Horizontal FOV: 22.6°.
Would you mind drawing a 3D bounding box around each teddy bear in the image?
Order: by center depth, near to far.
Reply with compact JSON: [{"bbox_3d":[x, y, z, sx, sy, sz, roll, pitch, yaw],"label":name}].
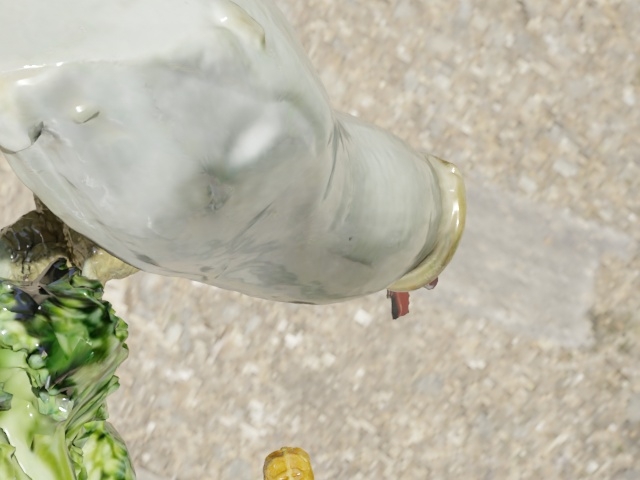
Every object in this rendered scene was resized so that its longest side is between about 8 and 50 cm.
[{"bbox_3d":[-0.266,-0.037,1.896,0.156,0.256,0.267,26,88,-23],"label":"teddy bear"}]

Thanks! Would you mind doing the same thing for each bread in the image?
[{"bbox_3d":[-0.025,0.282,1.607,0.052,0.044,0.157,2,62,-23],"label":"bread"}]

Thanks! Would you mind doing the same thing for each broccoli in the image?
[{"bbox_3d":[-0.256,0.167,1.162,0.277,0.338,0.317,-23,35,-21],"label":"broccoli"}]

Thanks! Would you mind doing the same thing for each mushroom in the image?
[{"bbox_3d":[-0.030,-0.032,0.642,0.109,0.351,0.097,-49,65,5],"label":"mushroom"}]

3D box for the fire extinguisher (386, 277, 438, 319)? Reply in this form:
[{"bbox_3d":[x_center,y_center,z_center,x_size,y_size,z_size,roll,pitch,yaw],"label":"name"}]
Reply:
[{"bbox_3d":[0.000,0.000,1.534,0.106,0.337,0.147,-22,101,-28],"label":"fire extinguisher"}]
